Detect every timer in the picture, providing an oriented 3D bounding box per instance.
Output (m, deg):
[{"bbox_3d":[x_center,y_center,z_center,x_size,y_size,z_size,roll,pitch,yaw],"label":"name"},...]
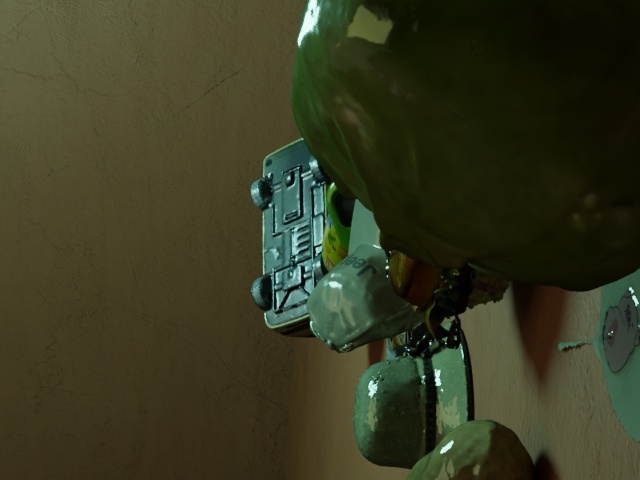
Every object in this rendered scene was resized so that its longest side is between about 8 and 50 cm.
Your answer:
[{"bbox_3d":[0.083,-0.048,2.117,0.047,0.140,0.128,-27,-83,-64],"label":"timer"}]

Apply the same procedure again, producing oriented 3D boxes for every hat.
[{"bbox_3d":[0.056,0.027,2.009,0.214,0.149,0.245,11,115,53],"label":"hat"},{"bbox_3d":[0.110,0.227,1.840,0.257,0.130,0.257,-178,90,-83],"label":"hat"}]

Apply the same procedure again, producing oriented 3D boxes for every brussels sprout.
[{"bbox_3d":[0.140,-0.106,0.966,0.247,0.328,0.328,-56,-2,-15],"label":"brussels sprout"}]

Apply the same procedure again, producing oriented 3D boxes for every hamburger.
[{"bbox_3d":[0.147,-0.025,1.505,0.243,0.138,0.262,-97,11,-50],"label":"hamburger"}]

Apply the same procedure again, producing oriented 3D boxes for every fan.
[{"bbox_3d":[0.242,0.081,1.197,0.310,0.010,0.182,126,145,-78],"label":"fan"}]

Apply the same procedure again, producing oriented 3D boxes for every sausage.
[{"bbox_3d":[0.070,-0.022,2.298,0.347,0.123,0.123,107,164,-65],"label":"sausage"}]

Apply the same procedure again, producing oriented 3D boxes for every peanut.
[{"bbox_3d":[0.153,0.263,1.462,0.224,0.129,0.129,119,154,-58],"label":"peanut"}]

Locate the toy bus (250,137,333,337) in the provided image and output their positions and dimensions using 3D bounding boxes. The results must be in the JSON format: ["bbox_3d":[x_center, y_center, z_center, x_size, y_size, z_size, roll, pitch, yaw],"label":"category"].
[{"bbox_3d":[0.000,0.000,2.570,0.177,0.202,0.366,-22,56,35],"label":"toy bus"}]

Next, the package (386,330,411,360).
[{"bbox_3d":[0.122,0.116,2.223,0.171,0.027,0.173,-172,81,-84],"label":"package"}]
